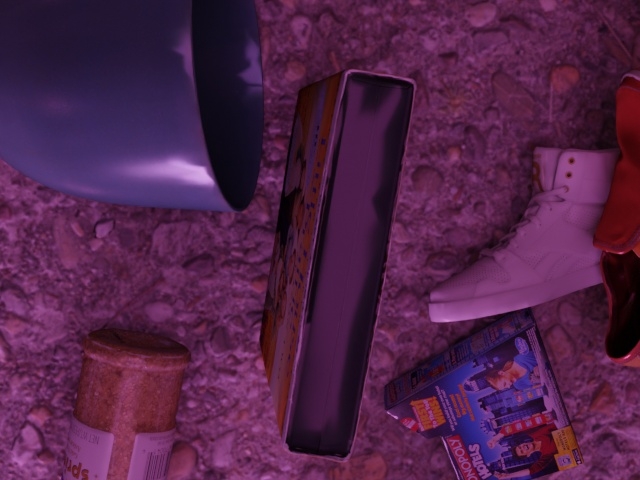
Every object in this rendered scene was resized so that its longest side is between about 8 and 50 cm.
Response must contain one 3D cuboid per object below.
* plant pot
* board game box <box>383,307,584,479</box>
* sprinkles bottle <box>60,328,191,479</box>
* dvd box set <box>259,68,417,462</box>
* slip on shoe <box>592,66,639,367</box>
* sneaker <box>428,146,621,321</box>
[{"bbox_3d":[-0.201,-0.168,1.045,0.235,0.293,0.293,-3,97,8],"label":"plant pot"},{"bbox_3d":[0.181,0.195,1.216,0.194,0.060,0.194,-19,109,10],"label":"board game box"},{"bbox_3d":[-0.232,0.282,1.163,0.121,0.121,0.355,11,94,-7],"label":"sprinkles bottle"},{"bbox_3d":[0.000,0.000,1.006,0.062,0.420,0.308,9,96,-7],"label":"dvd box set"},{"bbox_3d":[0.344,-0.017,1.113,0.101,0.123,0.331,-8,101,-12],"label":"slip on shoe"},{"bbox_3d":[0.240,-0.018,1.194,0.292,0.108,0.169,-18,96,-14],"label":"sneaker"}]
